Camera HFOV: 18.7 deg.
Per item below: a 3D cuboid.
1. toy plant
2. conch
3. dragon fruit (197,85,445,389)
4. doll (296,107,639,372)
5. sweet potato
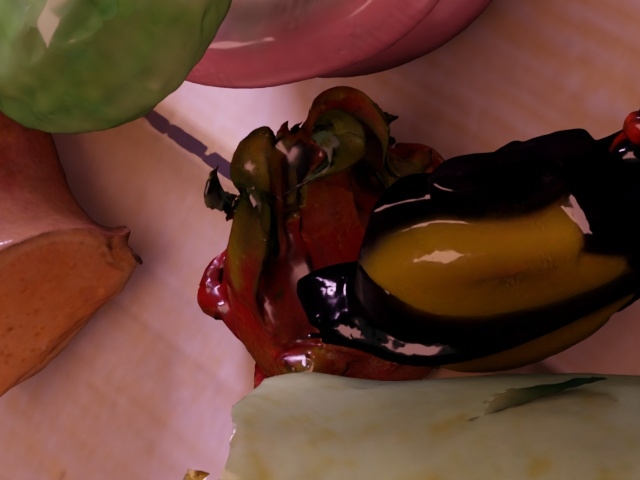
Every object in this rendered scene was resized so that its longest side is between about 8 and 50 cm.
[{"bbox_3d":[-0.034,-0.192,0.755,0.211,0.356,0.317,7,92,26],"label":"toy plant"},{"bbox_3d":[0.082,0.109,0.778,0.251,0.137,0.143,13,49,9],"label":"conch"},{"bbox_3d":[0.000,0.000,0.877,0.138,0.175,0.142,0,56,19],"label":"dragon fruit"},{"bbox_3d":[0.108,-0.010,0.778,0.249,0.088,0.127,-19,118,5],"label":"doll"},{"bbox_3d":[-0.223,-0.081,0.990,0.131,0.131,0.336,-40,70,20],"label":"sweet potato"}]
